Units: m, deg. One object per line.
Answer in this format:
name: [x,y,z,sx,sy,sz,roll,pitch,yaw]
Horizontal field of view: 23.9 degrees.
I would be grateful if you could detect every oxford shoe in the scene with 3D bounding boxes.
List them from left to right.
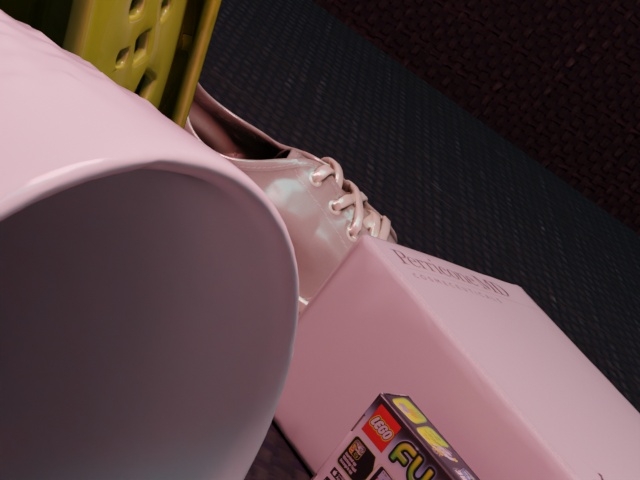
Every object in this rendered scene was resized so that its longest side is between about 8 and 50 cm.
oxford shoe: [0.000,0.000,1.373,0.449,0.130,0.169,35,15,-11]

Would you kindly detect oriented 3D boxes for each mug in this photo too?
mug: [-0.207,0.034,0.703,0.328,0.276,0.374,34,-17,31]

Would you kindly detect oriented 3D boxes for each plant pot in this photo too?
plant pot: [-0.202,-0.152,1.066,0.227,0.228,0.207,30,30,20]

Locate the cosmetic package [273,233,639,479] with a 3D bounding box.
cosmetic package: [0.171,0.211,1.100,0.230,0.161,0.453,17,25,-49]

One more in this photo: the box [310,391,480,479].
box: [0.075,0.210,0.989,0.036,0.114,0.207,15,28,-52]
